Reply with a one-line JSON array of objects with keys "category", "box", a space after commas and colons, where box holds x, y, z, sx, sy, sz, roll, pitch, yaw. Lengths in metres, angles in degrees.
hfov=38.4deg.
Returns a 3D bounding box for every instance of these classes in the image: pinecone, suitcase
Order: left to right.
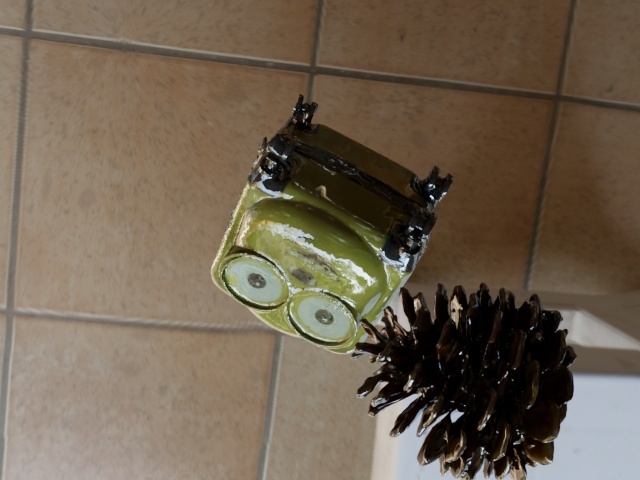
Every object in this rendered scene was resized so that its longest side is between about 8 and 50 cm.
[{"category": "suitcase", "box": [0.000, 0.000, 0.936, 0.193, 0.143, 0.235, 27, 135, -1]}, {"category": "pinecone", "box": [0.105, 0.105, 0.729, 0.165, 0.163, 0.163, 19, 97, 2]}]
